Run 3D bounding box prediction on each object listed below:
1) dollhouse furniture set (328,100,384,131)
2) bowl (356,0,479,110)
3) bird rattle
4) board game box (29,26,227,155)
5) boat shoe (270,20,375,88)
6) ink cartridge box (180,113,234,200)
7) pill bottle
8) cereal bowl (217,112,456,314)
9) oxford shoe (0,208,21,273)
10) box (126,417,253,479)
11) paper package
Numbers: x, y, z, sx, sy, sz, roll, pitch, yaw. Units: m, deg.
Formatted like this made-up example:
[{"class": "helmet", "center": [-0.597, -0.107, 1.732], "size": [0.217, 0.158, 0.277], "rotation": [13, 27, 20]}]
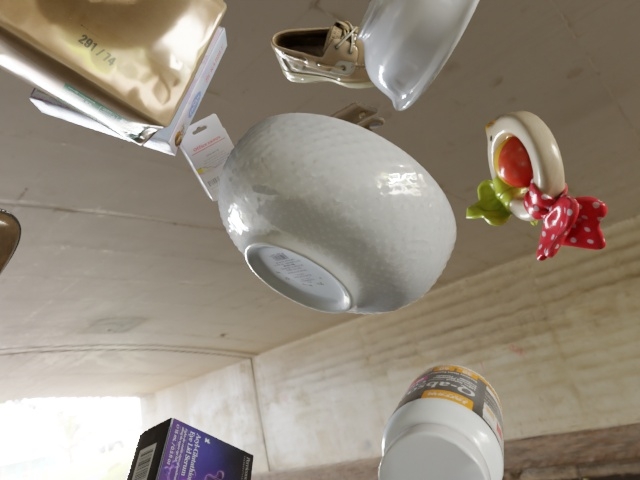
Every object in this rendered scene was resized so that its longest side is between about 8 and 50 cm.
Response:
[{"class": "dollhouse furniture set", "center": [0.080, -0.153, 0.911], "size": [0.144, 0.151, 0.123], "rotation": [5, -16, -42]}, {"class": "bowl", "center": [0.154, -0.393, 0.840], "size": [0.134, 0.297, 0.298], "rotation": [24, -29, -10]}, {"class": "bird rattle", "center": [0.299, -0.084, 0.707], "size": [0.143, 0.206, 0.253], "rotation": [-16, 14, 6]}, {"class": "board game box", "center": [-0.418, -0.384, 1.078], "size": [0.319, 0.318, 0.066], "rotation": [19, -17, 2]}, {"class": "boat shoe", "center": [0.047, -0.421, 1.072], "size": [0.342, 0.121, 0.110], "rotation": [6, -21, 24]}, {"class": "ink cartridge box", "center": [-0.277, -0.215, 1.220], "size": [0.115, 0.067, 0.198], "rotation": [-32, -57, -13]}, {"class": "pill bottle", "center": [0.180, 0.290, 0.696], "size": [0.162, 0.162, 0.278], "rotation": [-20, -6, 19]}, {"class": "cereal bowl", "center": [0.000, 0.000, 0.658], "size": [0.339, 0.141, 0.338], "rotation": [22, -27, 12]}, {"class": "oxford shoe", "center": [-0.386, 0.056, 0.485], "size": [0.096, 0.227, 0.082], "rotation": [-2, -42, 38]}, {"class": "box", "center": [-0.237, 0.445, 0.873], "size": [0.108, 0.153, 0.207], "rotation": [-34, -55, 26]}, {"class": "paper package", "center": [-0.387, -0.388, 0.867], "size": [0.325, 0.309, 0.168], "rotation": [30, -18, -31]}]
